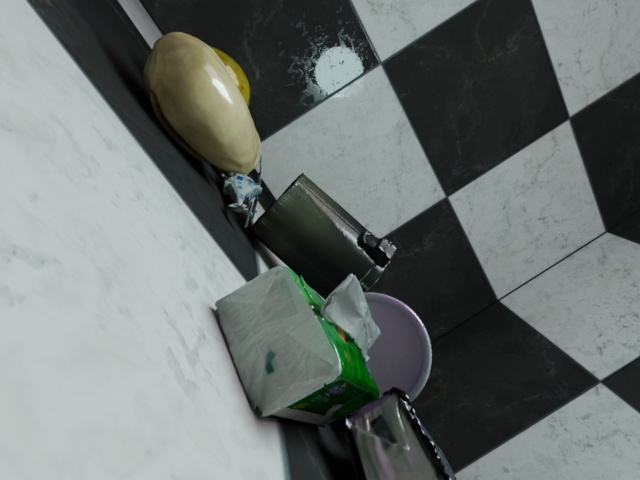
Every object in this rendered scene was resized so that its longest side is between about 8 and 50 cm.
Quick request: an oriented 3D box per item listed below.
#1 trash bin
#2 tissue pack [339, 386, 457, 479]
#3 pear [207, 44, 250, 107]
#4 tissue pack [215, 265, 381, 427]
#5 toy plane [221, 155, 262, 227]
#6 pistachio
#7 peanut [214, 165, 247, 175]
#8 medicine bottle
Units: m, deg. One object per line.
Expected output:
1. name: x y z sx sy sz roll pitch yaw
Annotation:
1. trash bin: 0.000 0.000 1.038 0.301 0.252 0.203 42 45 -5
2. tissue pack: 0.159 0.390 0.589 0.361 0.122 0.259 57 5 -47
3. pear: -0.271 -0.364 1.033 0.208 0.209 0.209 57 1 -2
4. tissue pack: 0.002 0.129 0.528 0.148 0.156 0.209 61 2 32
5. toy plane: -0.193 -0.102 0.991 0.273 0.108 0.181 -92 -162 -50
6. pistachio: -0.233 -0.273 0.868 0.187 0.188 0.299 58 2 42
7. peanut: -0.258 -0.268 1.155 0.224 0.129 0.129 55 0 22
8. medicine bottle: 0.105 0.219 0.843 0.219 0.219 0.388 57 2 16
